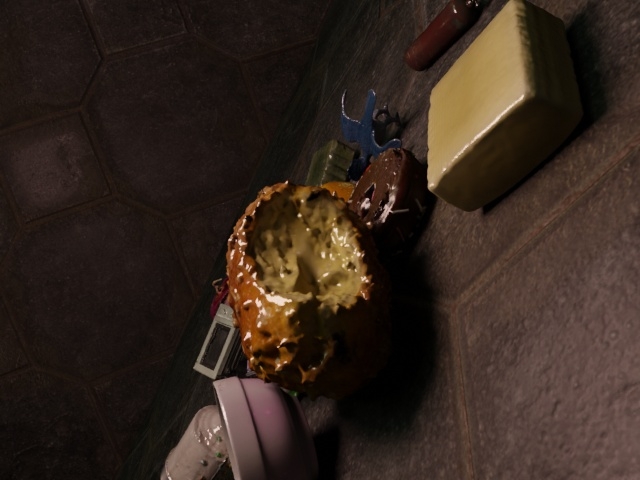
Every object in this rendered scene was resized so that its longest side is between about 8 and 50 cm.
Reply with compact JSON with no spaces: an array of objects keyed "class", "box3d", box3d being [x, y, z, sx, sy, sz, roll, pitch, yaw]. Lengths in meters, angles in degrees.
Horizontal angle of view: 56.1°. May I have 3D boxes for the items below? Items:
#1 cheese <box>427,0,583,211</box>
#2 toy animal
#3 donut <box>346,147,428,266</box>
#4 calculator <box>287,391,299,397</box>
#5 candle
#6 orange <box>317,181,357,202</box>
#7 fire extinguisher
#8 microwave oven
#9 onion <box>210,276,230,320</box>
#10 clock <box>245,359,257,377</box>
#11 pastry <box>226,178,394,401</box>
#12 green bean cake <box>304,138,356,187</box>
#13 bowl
[{"class":"cheese","box3d":[0.280,-0.214,0.958,0.242,0.123,0.266,127,159,-47]},{"class":"toy animal","box3d":[0.123,-0.254,1.478,0.176,0.255,0.239,-43,56,-7]},{"class":"donut","box3d":[0.130,-0.065,1.249,0.270,0.103,0.270,-58,15,26]},{"class":"calculator","box3d":[-0.089,0.436,1.312,0.146,0.032,0.235,-42,30,53]},{"class":"candle","box3d":[-0.247,0.498,1.457,0.330,0.187,0.187,-57,18,21]},{"class":"orange","box3d":[0.015,-0.043,1.463,0.237,0.158,0.179,-54,25,30]},{"class":"fire extinguisher","box3d":[0.304,-0.507,1.424,0.089,0.072,0.267,-32,-3,-31]},{"class":"microwave oven","box3d":[-0.246,0.311,1.753,0.122,0.162,0.208,10,74,47]},{"class":"onion","box3d":[-0.274,0.197,2.016,0.200,0.200,0.208,-120,36,-71]},{"class":"clock","box3d":[-0.066,0.260,1.299,0.193,0.144,0.073,144,135,-60]},{"class":"pastry","box3d":[-0.016,0.108,1.072,0.337,0.292,0.405,93,163,-48]},{"class":"green bean cake","box3d":[0.020,-0.189,1.788,0.185,0.094,0.183,-69,17,-12]},{"class":"bowl","box3d":[-0.094,0.382,1.099,0.287,0.143,0.287,168,90,-75]}]
